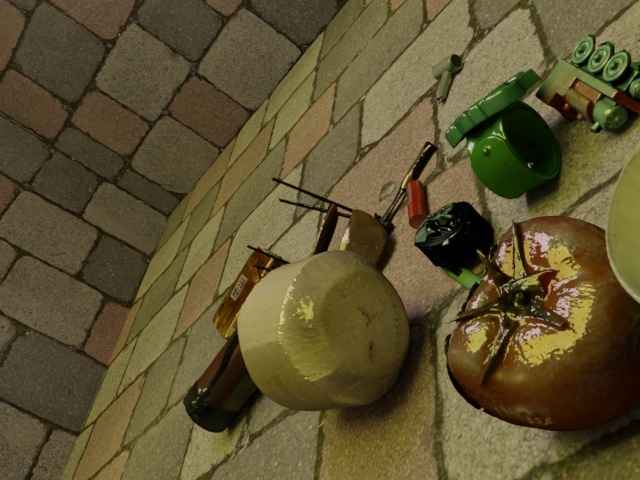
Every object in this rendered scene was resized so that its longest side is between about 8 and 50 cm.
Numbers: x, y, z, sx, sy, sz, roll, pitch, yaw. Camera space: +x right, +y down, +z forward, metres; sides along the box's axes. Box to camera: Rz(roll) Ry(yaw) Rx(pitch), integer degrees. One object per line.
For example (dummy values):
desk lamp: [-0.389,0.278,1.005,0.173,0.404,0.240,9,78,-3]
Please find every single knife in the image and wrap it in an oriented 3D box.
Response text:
knife: [0.220,0.075,0.954,0.054,0.015,0.212,-57,21,6]

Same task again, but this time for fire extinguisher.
fire extinguisher: [-0.136,0.226,1.371,0.376,0.113,0.200,-53,2,10]

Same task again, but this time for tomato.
tomato: [0.245,0.085,0.660,0.155,0.181,0.214,5,67,60]

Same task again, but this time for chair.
chair: [0.000,0.000,1.333,0.172,0.247,0.158,92,-162,-74]

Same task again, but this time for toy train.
toy train: [0.380,-0.207,0.938,0.118,0.074,0.176,-59,23,23]

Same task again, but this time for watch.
watch: [0.280,-0.149,0.977,0.131,0.152,0.165,-37,-1,44]

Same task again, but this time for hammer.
hammer: [0.164,-0.106,1.339,0.201,0.021,0.078,-58,20,-4]

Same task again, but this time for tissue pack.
tissue pack: [-0.157,0.131,1.623,0.226,0.092,0.183,-60,21,-2]

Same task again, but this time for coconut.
coconut: [-0.005,0.144,1.050,0.266,0.237,0.237,-22,40,57]

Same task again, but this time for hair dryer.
hair dryer: [0.260,-0.331,1.446,0.063,0.038,0.124,-25,45,58]

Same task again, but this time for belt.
belt: [0.199,-0.011,1.046,0.105,0.058,0.140,-48,15,-9]

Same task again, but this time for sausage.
sausage: [0.175,-0.072,1.247,0.034,0.034,0.129,-45,23,30]

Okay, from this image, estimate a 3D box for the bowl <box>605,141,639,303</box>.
bowl: [0.385,-0.024,0.539,0.277,0.145,0.277,-46,22,24]
